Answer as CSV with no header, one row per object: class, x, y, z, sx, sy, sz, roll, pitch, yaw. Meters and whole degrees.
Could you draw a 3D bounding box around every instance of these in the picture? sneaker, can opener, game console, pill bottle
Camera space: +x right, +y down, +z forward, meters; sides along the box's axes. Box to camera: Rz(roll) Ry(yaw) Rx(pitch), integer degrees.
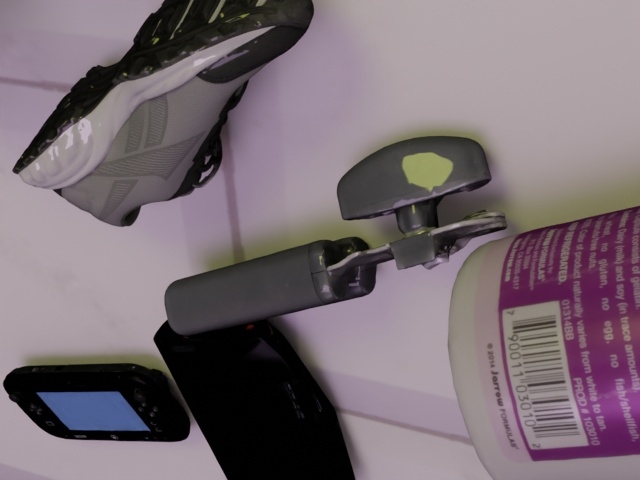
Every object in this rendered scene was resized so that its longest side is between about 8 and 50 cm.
sneaker,-0.097,-0.091,0.572,0.108,0.100,0.271,40,135,-25
can opener,0.000,0.000,0.615,0.283,0.076,0.095,-15,84,33
game console,-0.150,0.170,0.810,0.361,0.044,0.213,-6,121,28
pill bottle,0.239,0.052,0.465,0.301,0.169,0.169,-14,117,32
